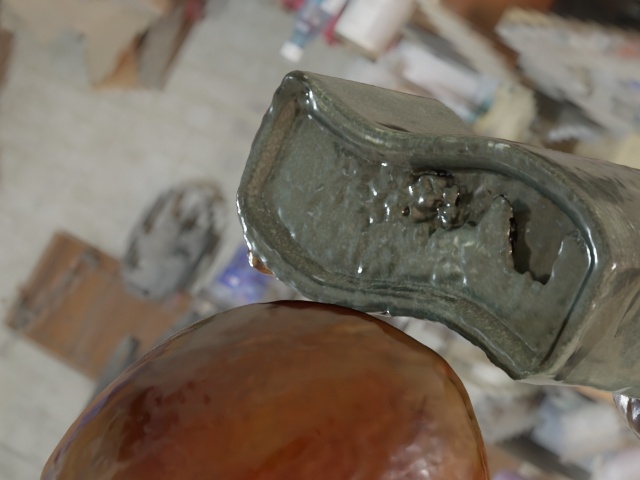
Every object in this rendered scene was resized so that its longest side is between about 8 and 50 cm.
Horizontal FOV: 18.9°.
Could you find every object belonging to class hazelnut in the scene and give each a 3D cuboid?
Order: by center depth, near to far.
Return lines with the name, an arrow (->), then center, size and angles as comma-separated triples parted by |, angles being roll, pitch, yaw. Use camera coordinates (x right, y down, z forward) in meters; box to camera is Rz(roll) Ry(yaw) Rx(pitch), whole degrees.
hazelnut -> -0.014, 0.122, 0.844 | 0.208, 0.208, 0.208 | 29, 175, 3

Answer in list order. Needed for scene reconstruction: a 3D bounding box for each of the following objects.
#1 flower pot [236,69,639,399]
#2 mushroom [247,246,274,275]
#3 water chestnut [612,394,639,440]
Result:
flower pot -> 0.073, -0.001, 0.885 | 0.108, 0.103, 0.229 | 9, -169, -46
mushroom -> -0.002, -0.010, 1.500 | 0.088, 0.130, 0.072 | -74, -30, -62
water chestnut -> 0.401, 0.100, 1.734 | 0.289, 0.289, 0.244 | 30, 165, -6
